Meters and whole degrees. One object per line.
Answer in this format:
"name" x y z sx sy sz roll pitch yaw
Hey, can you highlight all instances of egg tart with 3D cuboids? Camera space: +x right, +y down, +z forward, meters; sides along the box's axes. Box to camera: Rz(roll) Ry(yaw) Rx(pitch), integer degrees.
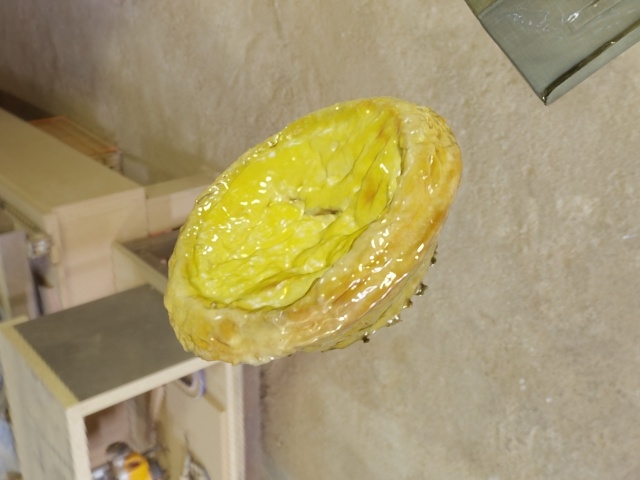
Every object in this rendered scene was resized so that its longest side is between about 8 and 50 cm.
"egg tart" 0.000 0.000 0.429 0.191 0.191 0.074 6 146 50

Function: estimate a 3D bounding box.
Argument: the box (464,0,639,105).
"box" 0.261 -0.279 0.754 0.231 0.149 0.155 -35 42 22
